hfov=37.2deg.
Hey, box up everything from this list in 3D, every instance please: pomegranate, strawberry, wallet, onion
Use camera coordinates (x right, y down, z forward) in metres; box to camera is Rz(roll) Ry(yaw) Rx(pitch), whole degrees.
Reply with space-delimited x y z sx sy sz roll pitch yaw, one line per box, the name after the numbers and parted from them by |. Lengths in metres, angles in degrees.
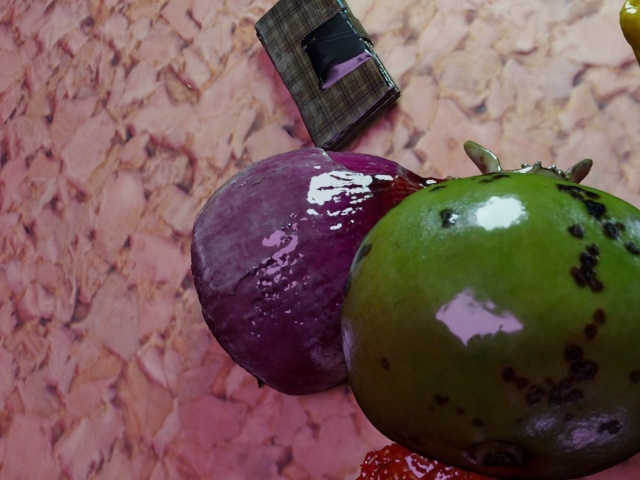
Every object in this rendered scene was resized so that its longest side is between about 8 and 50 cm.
0.172 0.039 0.795 0.291 0.291 0.323 12 72 38 | pomegranate
0.087 0.245 0.903 0.188 0.082 0.121 -35 60 19 | strawberry
0.003 -0.219 1.146 0.124 0.042 0.230 -41 53 21 | wallet
0.000 0.000 1.001 0.348 0.159 0.267 -32 61 25 | onion

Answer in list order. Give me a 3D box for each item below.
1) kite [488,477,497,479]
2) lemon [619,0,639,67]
0.199 0.242 0.812 0.011 0.139 0.157 -57 1 -32 | kite
0.375 -0.183 0.761 0.260 0.204 0.204 1 75 17 | lemon
